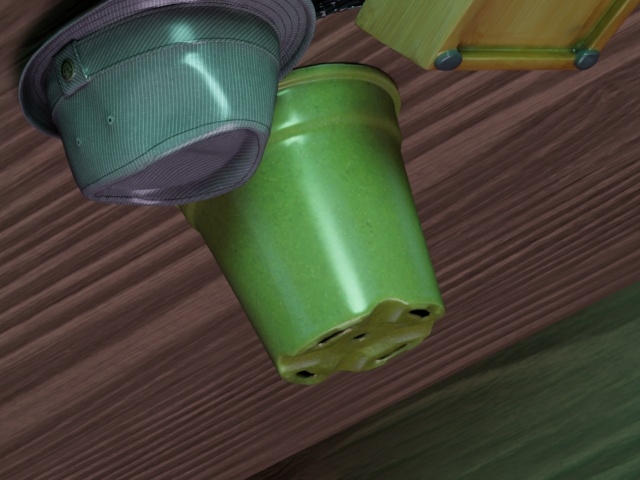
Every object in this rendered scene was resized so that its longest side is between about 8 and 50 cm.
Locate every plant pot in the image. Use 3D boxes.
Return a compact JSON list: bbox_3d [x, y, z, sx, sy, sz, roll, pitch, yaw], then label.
[{"bbox_3d":[0.000,0.000,1.418,0.276,0.253,0.276,-20,159,-8],"label":"plant pot"}]

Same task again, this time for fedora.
[{"bbox_3d":[-0.124,-0.108,1.174,0.275,0.124,0.244,-25,158,32],"label":"fedora"}]

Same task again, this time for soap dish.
[{"bbox_3d":[0.191,-0.258,1.118,0.229,0.118,0.291,-4,145,-33],"label":"soap dish"}]

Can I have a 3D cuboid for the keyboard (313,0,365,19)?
[{"bbox_3d":[0.036,-0.246,1.180,0.317,0.033,0.201,-18,158,-10],"label":"keyboard"}]
